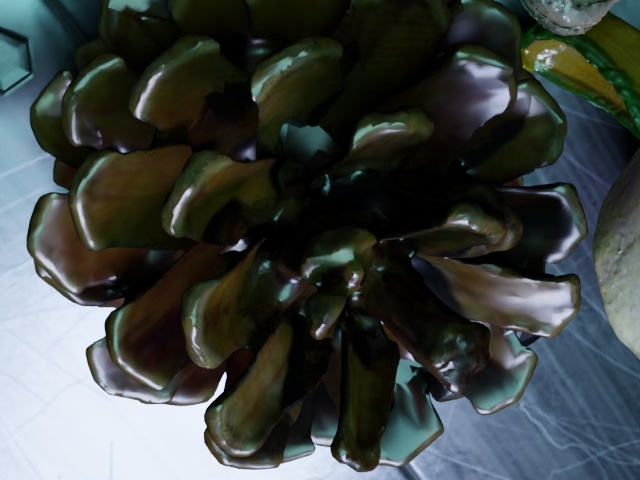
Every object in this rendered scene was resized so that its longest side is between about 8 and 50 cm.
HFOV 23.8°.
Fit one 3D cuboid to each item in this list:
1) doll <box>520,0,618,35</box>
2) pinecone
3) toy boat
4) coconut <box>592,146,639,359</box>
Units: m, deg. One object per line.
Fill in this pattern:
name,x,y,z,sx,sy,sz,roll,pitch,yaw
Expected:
doll,0.221,-0.229,1.037,0.303,0.156,0.201,-7,74,-29
pinecone,0.000,0.000,0.946,0.384,0.384,0.385,-5,114,-10
toy boat,0.196,-0.096,1.030,0.088,0.229,0.089,-45,134,1
coconut,0.336,0.006,1.077,0.259,0.259,0.259,-5,114,-10
